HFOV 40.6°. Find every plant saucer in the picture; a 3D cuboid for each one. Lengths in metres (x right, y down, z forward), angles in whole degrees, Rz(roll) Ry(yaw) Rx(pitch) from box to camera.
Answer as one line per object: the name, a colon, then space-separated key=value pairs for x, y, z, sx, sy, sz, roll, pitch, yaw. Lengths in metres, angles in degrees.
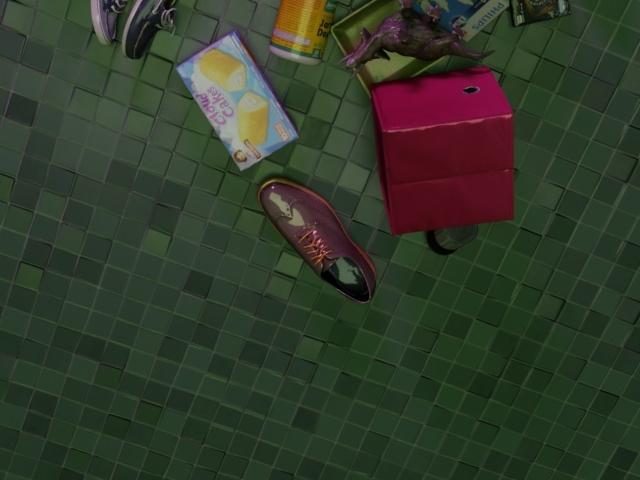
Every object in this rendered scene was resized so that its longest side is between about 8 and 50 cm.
plant saucer: x=0.144 y=-0.430 z=1.875 sx=0.188 sy=0.045 sz=0.188 roll=-31 pitch=106 yaw=8

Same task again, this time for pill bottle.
pill bottle: x=-0.028 y=-0.482 z=1.815 sx=0.117 sy=0.117 sz=0.208 roll=14 pitch=106 yaw=-6

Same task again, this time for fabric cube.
fabric cube: x=0.252 y=-0.193 z=1.824 sx=0.258 sy=0.254 sz=0.259 roll=-7 pitch=123 yaw=2

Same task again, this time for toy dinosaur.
toy dinosaur: x=0.202 y=-0.422 z=1.795 sx=0.313 sy=0.160 sz=0.121 roll=-5 pitch=84 yaw=-12

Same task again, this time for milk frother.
milk frother: x=0.271 y=-0.044 z=1.958 sx=0.143 sy=0.135 sz=0.129 roll=9 pitch=77 yaw=-8

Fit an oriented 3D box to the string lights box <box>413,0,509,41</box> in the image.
string lights box: x=0.244 y=-0.527 z=1.768 sx=0.259 sy=0.077 sz=0.133 roll=24 pitch=143 yaw=-24

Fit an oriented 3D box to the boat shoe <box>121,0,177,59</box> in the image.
boat shoe: x=-0.335 y=-0.489 z=1.818 sx=0.079 sy=0.095 sz=0.254 roll=28 pitch=96 yaw=1

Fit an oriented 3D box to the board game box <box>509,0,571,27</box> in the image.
board game box: x=0.461 y=-0.562 z=1.852 sx=0.126 sy=0.026 sz=0.186 roll=-12 pitch=108 yaw=2

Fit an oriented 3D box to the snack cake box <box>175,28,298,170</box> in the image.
snack cake box: x=-0.178 y=-0.304 z=1.883 sx=0.152 sy=0.089 sz=0.264 roll=-31 pitch=106 yaw=7

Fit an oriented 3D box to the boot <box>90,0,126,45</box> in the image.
boot: x=-0.431 y=-0.506 z=1.815 sx=0.086 sy=0.069 sz=0.190 roll=-1 pitch=108 yaw=8

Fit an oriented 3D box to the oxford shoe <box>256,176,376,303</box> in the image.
oxford shoe: x=0.000 y=0.000 z=1.964 sx=0.363 sy=0.133 sz=0.130 roll=42 pitch=102 yaw=-14
